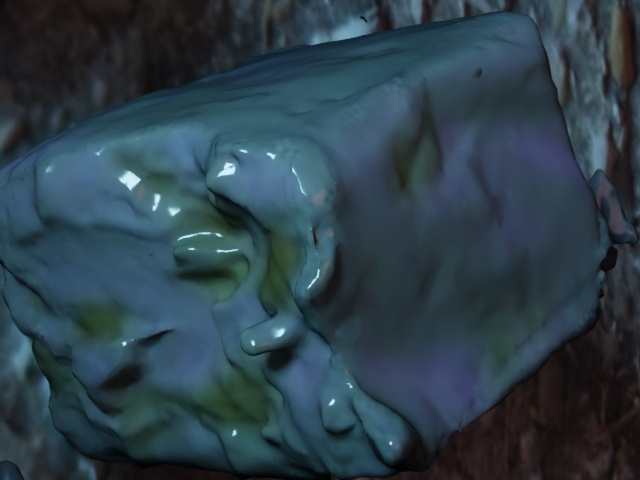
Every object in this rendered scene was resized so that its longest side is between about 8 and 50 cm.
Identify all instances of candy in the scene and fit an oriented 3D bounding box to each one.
[{"bbox_3d":[0.000,0.000,0.669,0.195,0.184,0.137,-31,112,-47],"label":"candy"}]

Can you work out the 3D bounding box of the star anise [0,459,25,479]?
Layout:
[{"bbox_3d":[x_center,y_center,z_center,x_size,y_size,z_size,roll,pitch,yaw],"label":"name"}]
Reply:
[{"bbox_3d":[-0.122,0.165,0.562,0.315,0.108,0.315,13,72,-45],"label":"star anise"}]
